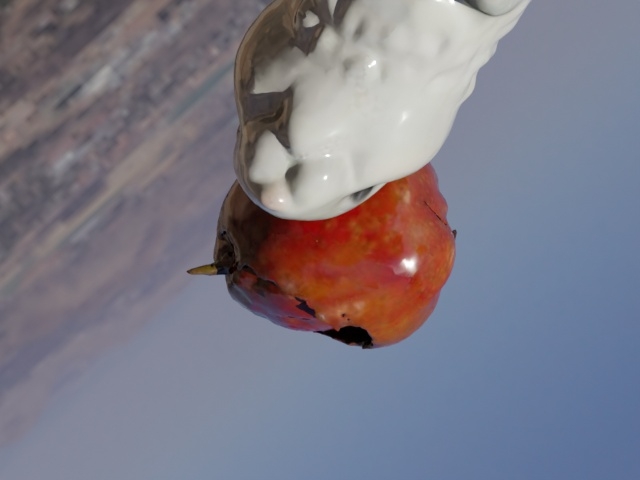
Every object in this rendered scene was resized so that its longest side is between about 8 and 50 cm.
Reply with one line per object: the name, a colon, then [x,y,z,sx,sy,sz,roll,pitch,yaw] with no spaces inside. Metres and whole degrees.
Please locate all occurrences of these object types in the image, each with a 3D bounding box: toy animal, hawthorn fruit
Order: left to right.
hawthorn fruit: [0.000,0.000,1.100,0.172,0.148,0.148,-10,171,-17]
toy animal: [0.055,-0.180,0.916,0.258,0.193,0.357,-95,-151,-53]
